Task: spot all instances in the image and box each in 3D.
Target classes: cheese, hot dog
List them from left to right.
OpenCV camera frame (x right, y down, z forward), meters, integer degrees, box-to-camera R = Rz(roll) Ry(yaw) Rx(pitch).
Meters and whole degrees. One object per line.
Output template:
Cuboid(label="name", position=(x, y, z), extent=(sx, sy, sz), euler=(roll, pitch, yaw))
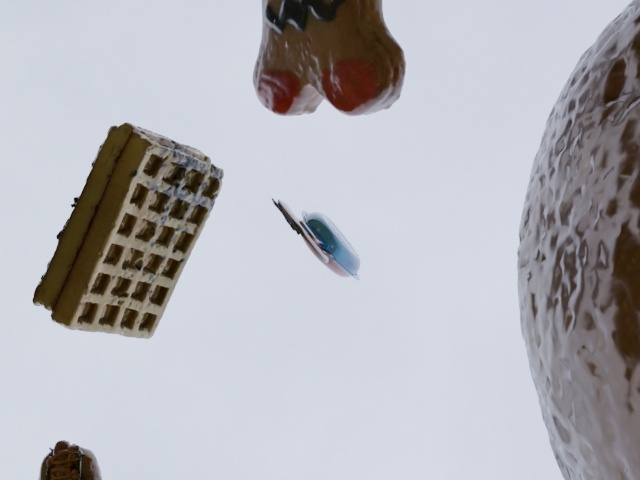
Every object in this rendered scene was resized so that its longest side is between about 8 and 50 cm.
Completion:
Cuboid(label="hot dog", position=(-0.252, 0.299, 1.036), extent=(0.072, 0.055, 0.188), euler=(-16, -110, -3))
Cuboid(label="cheese", position=(0.000, 0.000, 1.151), extent=(0.037, 0.256, 0.106), euler=(-40, -103, 6))

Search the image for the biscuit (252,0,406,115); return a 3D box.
Cuboid(label="biscuit", position=(-0.012, -0.204, 0.647), extent=(0.165, 0.036, 0.250), euler=(5, -79, 53))

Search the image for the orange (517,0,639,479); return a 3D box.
Cuboid(label="orange", position=(0.246, 0.022, 0.456), extent=(0.322, 0.322, 0.357), euler=(2, -127, 21))

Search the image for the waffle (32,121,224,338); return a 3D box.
Cuboid(label="waffle", position=(-0.134, -0.004, 0.723), extent=(0.042, 0.102, 0.148), euler=(28, -86, 33))
